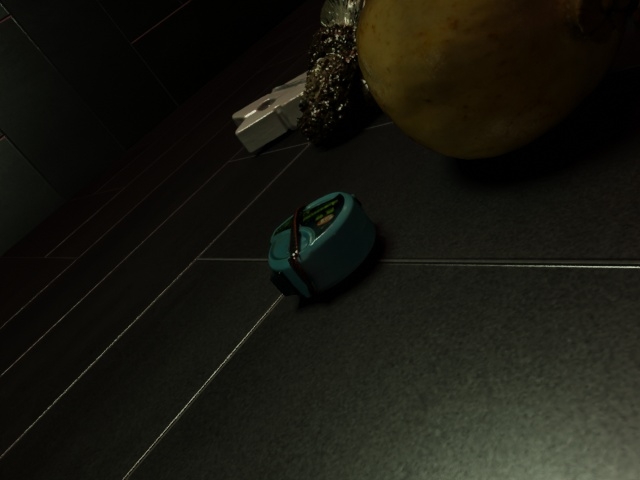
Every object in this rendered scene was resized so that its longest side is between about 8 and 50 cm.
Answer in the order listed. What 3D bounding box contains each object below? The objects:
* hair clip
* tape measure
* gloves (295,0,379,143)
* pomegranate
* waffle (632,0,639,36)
[{"bbox_3d":[-0.033,-0.306,1.355,0.331,0.085,0.101,-30,42,9],"label":"hair clip"},{"bbox_3d":[0.000,0.000,0.742,0.125,0.081,0.146,-31,24,20],"label":"tape measure"},{"bbox_3d":[0.042,-0.314,1.167,0.210,0.135,0.312,-7,66,59],"label":"gloves"},{"bbox_3d":[0.183,-0.233,0.707,0.307,0.307,0.307,-30,24,15],"label":"pomegranate"},{"bbox_3d":[0.456,-0.299,0.603,0.324,0.151,0.261,-11,30,47],"label":"waffle"}]
